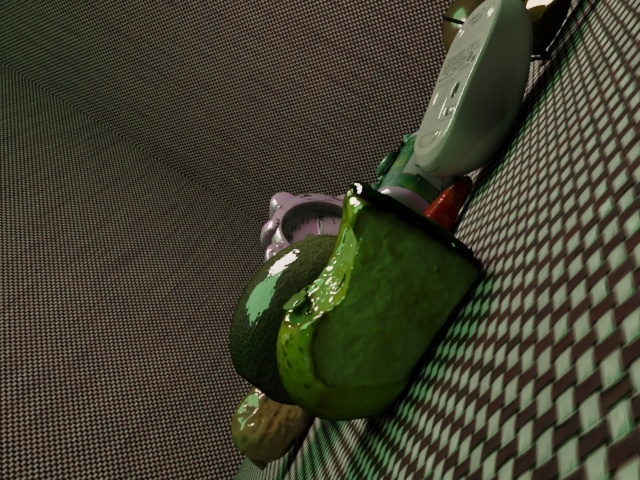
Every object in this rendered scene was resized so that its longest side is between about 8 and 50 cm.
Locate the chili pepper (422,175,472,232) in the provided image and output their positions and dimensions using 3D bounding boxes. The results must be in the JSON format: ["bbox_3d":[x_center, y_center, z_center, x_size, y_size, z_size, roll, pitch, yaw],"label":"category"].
[{"bbox_3d":[0.154,0.003,0.818,0.272,0.063,0.071,-50,23,-26],"label":"chili pepper"}]

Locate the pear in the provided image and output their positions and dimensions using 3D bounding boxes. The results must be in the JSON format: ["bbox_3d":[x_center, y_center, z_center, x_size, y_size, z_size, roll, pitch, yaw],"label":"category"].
[{"bbox_3d":[0.048,0.074,0.653,0.256,0.163,0.238,-60,0,8],"label":"pear"}]

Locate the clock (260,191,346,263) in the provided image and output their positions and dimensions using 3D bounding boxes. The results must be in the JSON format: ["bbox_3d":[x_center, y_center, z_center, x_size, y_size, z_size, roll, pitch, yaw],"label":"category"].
[{"bbox_3d":[0.000,0.000,1.349,0.322,0.295,0.114,-99,14,-47],"label":"clock"}]

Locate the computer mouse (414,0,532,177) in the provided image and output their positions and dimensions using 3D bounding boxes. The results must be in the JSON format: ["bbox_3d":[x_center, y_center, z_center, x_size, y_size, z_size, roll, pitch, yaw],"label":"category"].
[{"bbox_3d":[0.254,-0.230,0.864,0.184,0.121,0.297,164,129,-79],"label":"computer mouse"}]

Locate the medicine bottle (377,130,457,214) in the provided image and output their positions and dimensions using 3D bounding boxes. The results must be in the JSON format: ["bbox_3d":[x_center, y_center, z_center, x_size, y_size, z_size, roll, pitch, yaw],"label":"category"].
[{"bbox_3d":[0.185,-0.093,1.098,0.274,0.133,0.133,-57,-3,-32],"label":"medicine bottle"}]

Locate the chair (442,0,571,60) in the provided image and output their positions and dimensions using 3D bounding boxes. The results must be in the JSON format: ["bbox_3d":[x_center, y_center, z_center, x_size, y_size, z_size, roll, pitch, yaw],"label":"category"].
[{"bbox_3d":[0.358,-0.401,0.934,0.247,0.172,0.159,35,95,49],"label":"chair"}]

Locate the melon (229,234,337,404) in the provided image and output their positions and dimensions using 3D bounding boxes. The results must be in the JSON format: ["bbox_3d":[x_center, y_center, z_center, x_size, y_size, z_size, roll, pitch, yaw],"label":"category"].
[{"bbox_3d":[-0.018,0.127,0.941,0.302,0.237,0.237,-53,-4,-19],"label":"melon"}]

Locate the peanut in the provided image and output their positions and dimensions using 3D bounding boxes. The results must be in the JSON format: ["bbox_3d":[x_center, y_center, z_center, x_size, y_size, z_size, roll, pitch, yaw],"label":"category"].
[{"bbox_3d":[-0.075,0.326,1.141,0.291,0.143,0.159,-55,6,-31],"label":"peanut"}]

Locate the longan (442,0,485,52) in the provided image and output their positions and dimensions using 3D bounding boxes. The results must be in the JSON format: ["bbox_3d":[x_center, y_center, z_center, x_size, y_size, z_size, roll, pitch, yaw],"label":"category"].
[{"bbox_3d":[0.523,-0.686,1.783,0.258,0.258,0.258,-58,-2,-4],"label":"longan"}]

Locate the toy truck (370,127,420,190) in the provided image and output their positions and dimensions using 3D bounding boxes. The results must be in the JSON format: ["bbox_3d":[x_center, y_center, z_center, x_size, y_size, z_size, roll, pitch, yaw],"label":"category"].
[{"bbox_3d":[0.220,-0.143,1.362,0.156,0.155,0.279,-47,-7,-25],"label":"toy truck"}]
